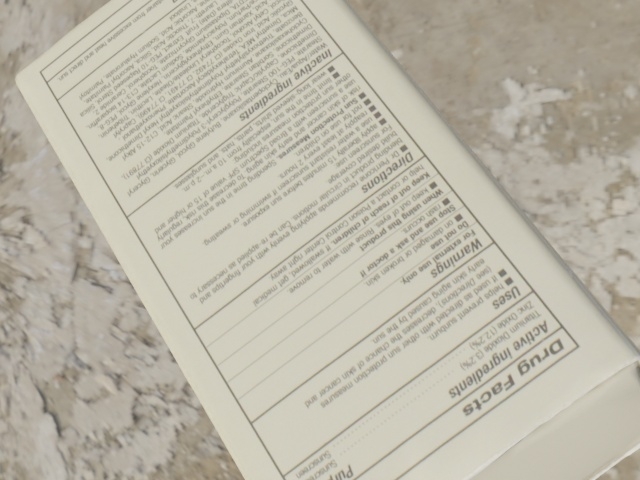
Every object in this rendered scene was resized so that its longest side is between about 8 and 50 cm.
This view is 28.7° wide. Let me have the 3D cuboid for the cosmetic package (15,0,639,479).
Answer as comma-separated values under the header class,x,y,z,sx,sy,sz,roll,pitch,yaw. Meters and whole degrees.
class,x,y,z,sx,sy,sz,roll,pitch,yaw
cosmetic package,0.000,0.000,0.588,0.160,0.113,0.309,-36,60,3
